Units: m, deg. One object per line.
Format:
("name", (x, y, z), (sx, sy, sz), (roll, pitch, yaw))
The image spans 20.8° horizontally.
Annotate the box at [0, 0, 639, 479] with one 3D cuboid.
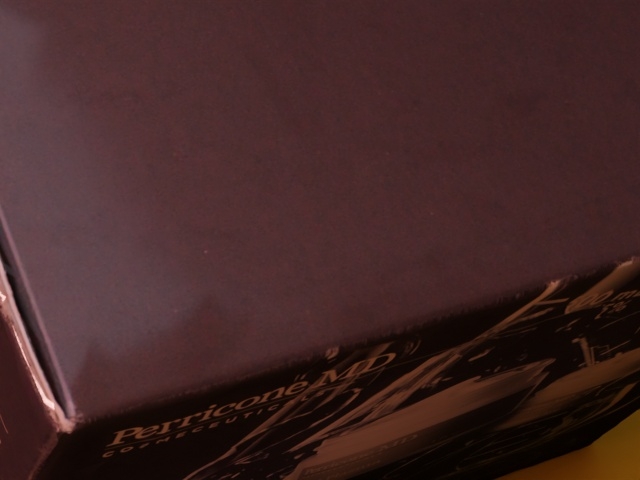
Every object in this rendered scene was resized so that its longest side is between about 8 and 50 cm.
("box", (0.000, 0.000, 0.669), (0.343, 0.312, 0.179), (-15, 70, -25))
